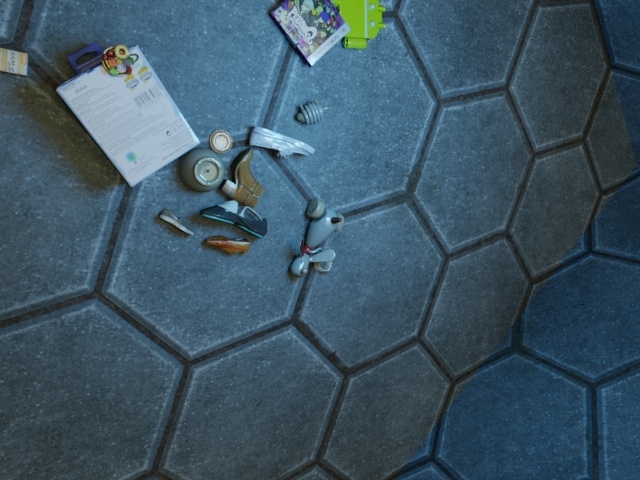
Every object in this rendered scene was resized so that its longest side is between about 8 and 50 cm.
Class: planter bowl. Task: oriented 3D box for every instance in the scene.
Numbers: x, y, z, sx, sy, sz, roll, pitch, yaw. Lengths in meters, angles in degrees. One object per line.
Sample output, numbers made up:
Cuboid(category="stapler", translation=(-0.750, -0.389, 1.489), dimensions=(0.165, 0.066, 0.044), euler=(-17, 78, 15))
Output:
Cuboid(category="planter bowl", translation=(-0.405, -0.244, 1.490), dimensions=(0.162, 0.109, 0.162), euler=(-7, 105, -27))

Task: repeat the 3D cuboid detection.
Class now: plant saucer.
Cuboid(category="plant saucer", translation=(-0.359, -0.357, 1.544), dimensions=(0.083, 0.013, 0.084), euler=(-7, 105, -28))

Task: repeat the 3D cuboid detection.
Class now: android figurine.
Cuboid(category="android figurine", translation=(0.139, -0.884, 1.675), dimensions=(0.272, 0.056, 0.249), euler=(-7, 105, -26))

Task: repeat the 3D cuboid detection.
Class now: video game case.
Cuboid(category="video game case", translation=(-0.036, -0.802, 1.570), dimensions=(0.210, 0.042, 0.232), euler=(-44, 111, -5))

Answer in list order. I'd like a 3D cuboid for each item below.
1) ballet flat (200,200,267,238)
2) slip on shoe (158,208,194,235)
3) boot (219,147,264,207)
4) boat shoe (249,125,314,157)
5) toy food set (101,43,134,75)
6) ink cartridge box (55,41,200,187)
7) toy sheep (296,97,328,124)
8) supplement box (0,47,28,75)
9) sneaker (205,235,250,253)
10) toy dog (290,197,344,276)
Cuboid(category="ballet flat", translation=(-0.316, -0.092, 1.595), dimensions=(0.280, 0.095, 0.096), euler=(23, 80, -42))
Cuboid(category="slip on shoe", translation=(-0.505, -0.064, 1.516), dimensions=(0.135, 0.051, 0.041), euler=(34, 73, -25))
Cuboid(category="boot", translation=(-0.268, -0.231, 1.597), dimensions=(0.152, 0.073, 0.197), euler=(31, 95, -33))
Cuboid(category="boat shoe", translation=(-0.148, -0.358, 1.627), dimensions=(0.258, 0.095, 0.084), euler=(15, 98, -21))
Cuboid(category="toy food set", translation=(-0.575, -0.509, 1.213), dimensions=(0.083, 0.020, 0.083), euler=(-30, 113, -22))
Cuboid(category="ink cartridge box", translation=(-0.601, -0.405, 1.316), dimensions=(0.270, 0.151, 0.396), euler=(-39, 118, -17))
Cuboid(category="toy sheep", translation=(-0.032, -0.496, 1.654), dimensions=(0.132, 0.091, 0.091), euler=(-23, 113, -3))
Cuboid(category="supplement box", translation=(-0.883, -0.505, 1.200), dimensions=(0.098, 0.036, 0.062), euler=(2, 102, -30))
Cuboid(category="sneaker", translation=(-0.350, 0.021, 1.614), dimensions=(0.175, 0.064, 0.068), euler=(10, 107, -28))
Cuboid(category="toy dog", translation=(0.000, 0.000, 1.746), dimensions=(0.220, 0.161, 0.334), euler=(2, 101, -29))
